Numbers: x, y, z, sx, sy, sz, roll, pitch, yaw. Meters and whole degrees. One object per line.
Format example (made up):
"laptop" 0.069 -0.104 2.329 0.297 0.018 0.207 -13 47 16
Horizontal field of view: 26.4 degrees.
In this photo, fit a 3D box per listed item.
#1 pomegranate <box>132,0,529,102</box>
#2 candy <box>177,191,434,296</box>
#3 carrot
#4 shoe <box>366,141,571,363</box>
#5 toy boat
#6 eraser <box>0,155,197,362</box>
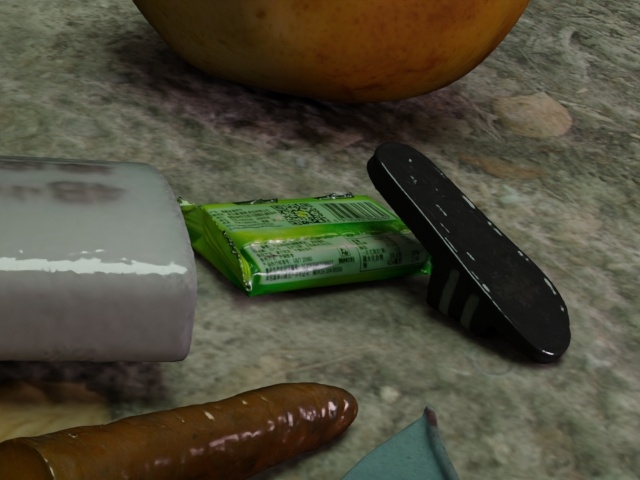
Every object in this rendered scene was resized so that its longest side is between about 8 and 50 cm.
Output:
"pomegranate" 0.009 -0.317 1.188 0.417 0.416 0.416 9 23 -4
"candy" 0.000 0.001 0.887 0.178 0.032 0.102 -5 31 -36
"carrot" -0.051 0.094 0.629 0.057 0.057 0.224 28 25 35
"shoe" 0.086 0.015 0.863 0.071 0.049 0.179 -14 57 -49
"toy boat" 0.042 0.116 0.654 0.096 0.034 0.122 6 15 -11
"eraser" -0.213 0.005 0.707 0.270 0.094 0.174 3 21 -20
